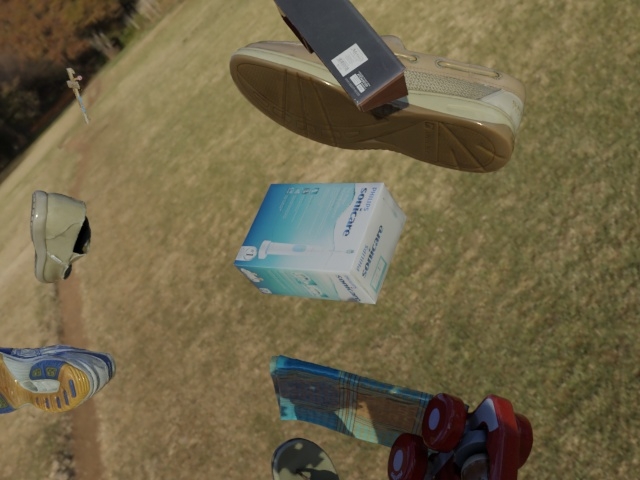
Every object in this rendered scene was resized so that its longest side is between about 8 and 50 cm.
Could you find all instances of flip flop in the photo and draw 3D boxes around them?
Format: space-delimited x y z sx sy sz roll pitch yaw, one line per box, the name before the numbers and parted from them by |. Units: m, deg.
flip flop | 0.008 0.466 1.322 0.112 0.277 0.080 -21 -3 -25

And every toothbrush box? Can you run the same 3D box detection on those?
toothbrush box | 0.000 0.000 1.606 0.295 0.126 0.216 1 57 36

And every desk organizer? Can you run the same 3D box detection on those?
desk organizer | 0.015 -0.159 0.622 0.047 0.130 0.050 -36 -17 1

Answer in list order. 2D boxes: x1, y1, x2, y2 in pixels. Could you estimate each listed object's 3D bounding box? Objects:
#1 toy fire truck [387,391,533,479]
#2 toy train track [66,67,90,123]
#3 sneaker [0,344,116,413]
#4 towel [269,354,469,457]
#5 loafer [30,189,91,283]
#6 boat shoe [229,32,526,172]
toy fire truck | 0.243 0.416 1.296 0.254 0.169 0.302 -92 26 -50
toy train track | -0.351 -0.213 1.136 0.014 0.083 0.048 -26 27 -29
sneaker | -0.491 0.234 1.348 0.296 0.112 0.131 4 11 24
towel | 0.085 0.330 1.493 0.271 0.370 0.040 88 -161 -56
loafer | -0.441 0.004 1.329 0.268 0.092 0.102 121 150 -64
boat shoe | 0.063 -0.175 0.902 0.121 0.341 0.110 90 -160 -62
